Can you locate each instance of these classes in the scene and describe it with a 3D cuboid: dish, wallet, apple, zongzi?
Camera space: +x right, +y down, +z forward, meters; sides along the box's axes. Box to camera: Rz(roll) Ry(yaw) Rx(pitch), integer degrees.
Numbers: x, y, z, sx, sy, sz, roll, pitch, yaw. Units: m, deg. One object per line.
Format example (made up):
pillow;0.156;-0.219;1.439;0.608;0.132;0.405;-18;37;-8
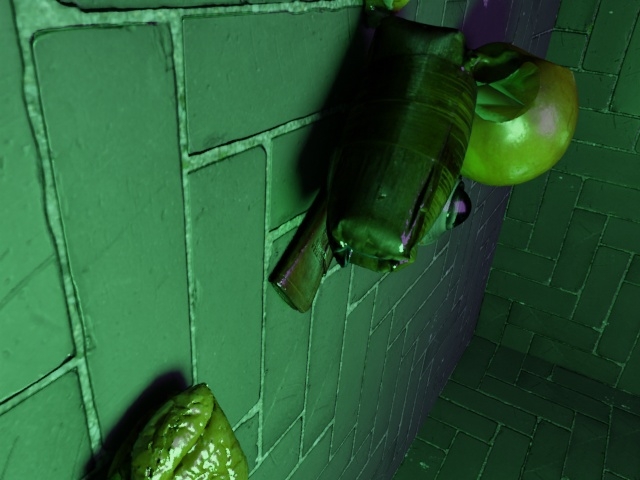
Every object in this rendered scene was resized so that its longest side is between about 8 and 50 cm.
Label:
dish;0.358;-0.102;1.497;0.273;0.133;0.273;-46;146;-44
wallet;0.000;0.000;0.954;0.255;0.031;0.137;-62;150;-22
apple;0.440;-0.330;1.312;0.374;0.374;0.384;31;50;-65
zongzi;0.131;-0.103;0.958;0.432;0.207;0.403;78;28;-73

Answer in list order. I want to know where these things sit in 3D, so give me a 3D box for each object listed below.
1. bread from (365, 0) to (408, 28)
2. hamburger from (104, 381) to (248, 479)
bread;0.111;-0.431;0.846;0.147;0.127;0.152;-64;-172;-18
hamburger;-0.177;0.300;0.696;0.183;0.130;0.206;-54;148;-38
